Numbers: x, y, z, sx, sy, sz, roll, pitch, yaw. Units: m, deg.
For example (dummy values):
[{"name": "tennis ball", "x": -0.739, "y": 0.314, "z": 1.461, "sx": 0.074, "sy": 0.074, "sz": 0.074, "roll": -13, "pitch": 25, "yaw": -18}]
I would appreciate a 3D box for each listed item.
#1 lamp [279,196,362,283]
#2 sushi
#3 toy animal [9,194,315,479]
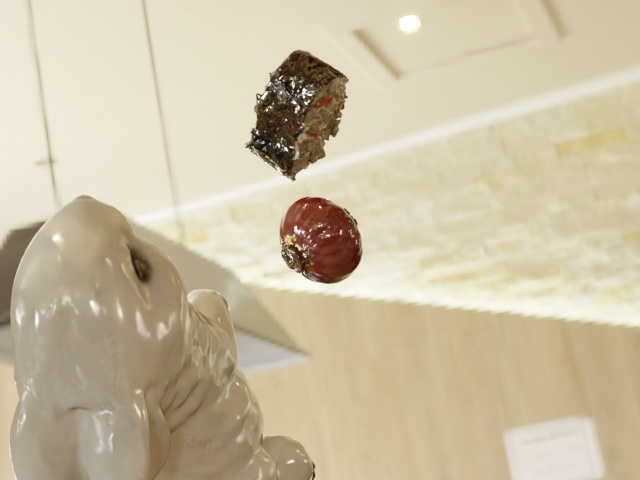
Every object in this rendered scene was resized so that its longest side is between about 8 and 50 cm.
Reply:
[{"name": "lamp", "x": 0.000, "y": 0.000, "z": 1.556, "sx": 0.090, "sy": 0.101, "sz": 0.101, "roll": -38, "pitch": 0, "yaw": -29}, {"name": "sushi", "x": -0.023, "y": -0.139, "z": 1.607, "sx": 0.090, "sy": 0.078, "sz": 0.150, "roll": -36, "pitch": -23, "yaw": -41}, {"name": "toy animal", "x": -0.143, "y": 0.134, "z": 1.085, "sx": 0.194, "sy": 0.258, "sz": 0.357, "roll": 14, "pitch": -24, "yaw": 21}]
